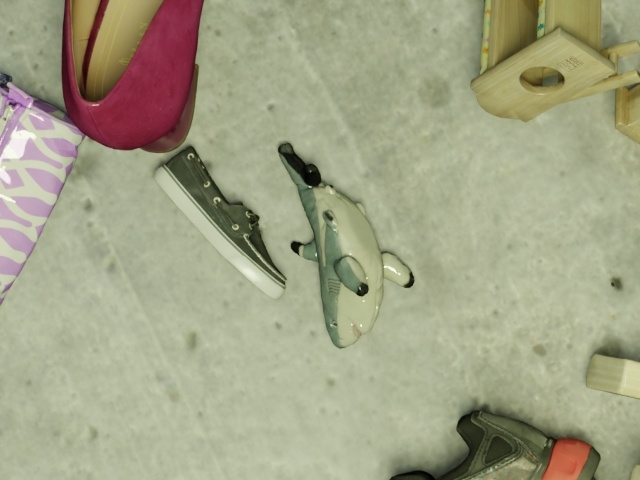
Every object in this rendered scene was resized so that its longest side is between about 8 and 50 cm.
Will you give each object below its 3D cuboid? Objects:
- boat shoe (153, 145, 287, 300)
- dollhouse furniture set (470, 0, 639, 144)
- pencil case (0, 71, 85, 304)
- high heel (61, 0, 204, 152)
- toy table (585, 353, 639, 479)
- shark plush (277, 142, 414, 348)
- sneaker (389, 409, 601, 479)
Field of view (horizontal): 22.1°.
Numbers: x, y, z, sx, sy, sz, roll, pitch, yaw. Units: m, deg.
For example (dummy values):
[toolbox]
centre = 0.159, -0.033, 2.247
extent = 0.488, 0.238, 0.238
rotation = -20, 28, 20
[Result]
[boat shoe]
centre = -0.072, -0.015, 1.273
extent = 0.040, 0.049, 0.142
rotation = -44, 79, 2
[dollhouse furniture set]
centre = 0.203, -0.168, 1.249
extent = 0.161, 0.101, 0.182
rotation = 28, 53, -29
[pencil case]
centre = -0.259, -0.023, 1.280
extent = 0.086, 0.088, 0.206
rotation = 25, 90, 11
[high heel]
centre = -0.134, -0.255, 1.231
extent = 0.127, 0.181, 0.377
rotation = -5, 85, 8
[toy table]
centre = 0.303, 0.110, 1.125
extent = 0.160, 0.252, 0.274
rotation = 14, 75, -13
[shark plush]
centre = 0.000, 0.000, 1.260
extent = 0.067, 0.073, 0.161
rotation = -35, 86, 35
[sneaker]
centre = 0.088, 0.244, 1.205
extent = 0.135, 0.097, 0.276
rotation = 31, 88, 9
